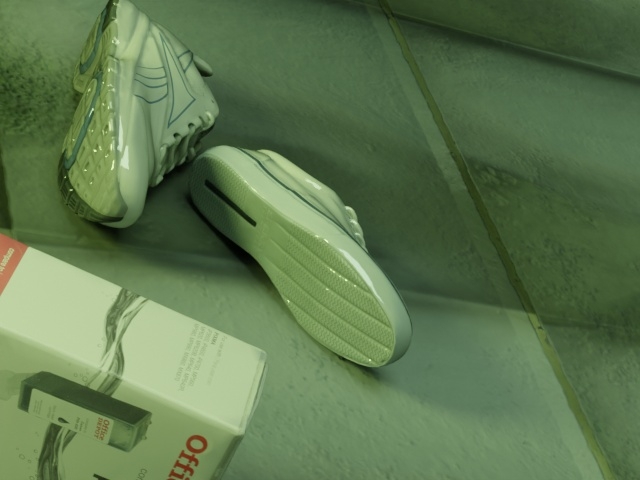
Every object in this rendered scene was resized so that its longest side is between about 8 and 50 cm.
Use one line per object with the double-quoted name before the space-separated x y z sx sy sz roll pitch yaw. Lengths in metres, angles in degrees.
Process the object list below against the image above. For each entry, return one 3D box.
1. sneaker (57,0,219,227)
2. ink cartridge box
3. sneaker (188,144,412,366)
"sneaker" -0.147 -0.109 1.358 0.129 0.111 0.297 24 34 -17
"ink cartridge box" -0.164 0.107 1.003 0.218 0.158 0.092 23 32 -7
"sneaker" 0.000 0.000 1.323 0.091 0.094 0.258 -17 53 -42
